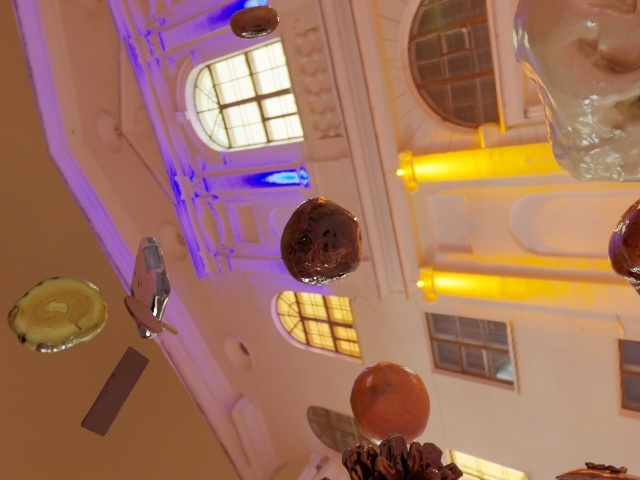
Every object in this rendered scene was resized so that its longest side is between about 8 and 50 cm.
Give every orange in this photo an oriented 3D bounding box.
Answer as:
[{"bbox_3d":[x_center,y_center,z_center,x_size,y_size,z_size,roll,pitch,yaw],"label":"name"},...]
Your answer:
[{"bbox_3d":[0.197,0.471,1.391,0.240,0.240,0.171,-50,-17,-36],"label":"orange"}]

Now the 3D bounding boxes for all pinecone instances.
[{"bbox_3d":[0.114,0.408,0.700,0.264,0.263,0.265,-2,-87,-50],"label":"pinecone"}]

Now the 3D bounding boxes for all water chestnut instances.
[{"bbox_3d":[0.000,0.000,1.244,0.223,0.238,0.224,-14,-63,-29],"label":"water chestnut"}]

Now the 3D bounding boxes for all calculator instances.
[{"bbox_3d":[-0.426,0.121,1.200,0.051,0.293,0.173,-6,-124,-32],"label":"calculator"}]

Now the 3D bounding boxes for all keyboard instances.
[{"bbox_3d":[-0.478,0.351,1.135,0.074,0.015,0.197,57,-132,-43],"label":"keyboard"}]

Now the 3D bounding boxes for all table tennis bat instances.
[{"bbox_3d":[-0.325,0.154,0.936,0.013,0.087,0.156,-41,-32,-4],"label":"table tennis bat"}]

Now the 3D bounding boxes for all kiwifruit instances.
[{"bbox_3d":[-0.164,-0.542,1.206,0.075,0.124,0.076,172,90,-88],"label":"kiwifruit"}]

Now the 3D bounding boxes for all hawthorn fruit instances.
[{"bbox_3d":[0.557,-0.009,0.724,0.226,0.196,0.197,-50,-51,-11],"label":"hawthorn fruit"}]

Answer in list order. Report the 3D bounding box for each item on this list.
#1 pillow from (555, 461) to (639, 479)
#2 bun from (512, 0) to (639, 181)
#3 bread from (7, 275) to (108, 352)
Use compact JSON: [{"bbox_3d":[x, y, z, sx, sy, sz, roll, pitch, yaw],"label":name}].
[{"bbox_3d":[0.574,0.475,0.920,0.179,0.171,0.075,34,-120,-22],"label":"pillow"},{"bbox_3d":[0.226,-0.137,0.302,0.229,0.145,0.230,-17,-49,-20],"label":"bun"},{"bbox_3d":[-0.425,0.123,0.793,0.130,0.071,0.139,40,-129,7],"label":"bread"}]
